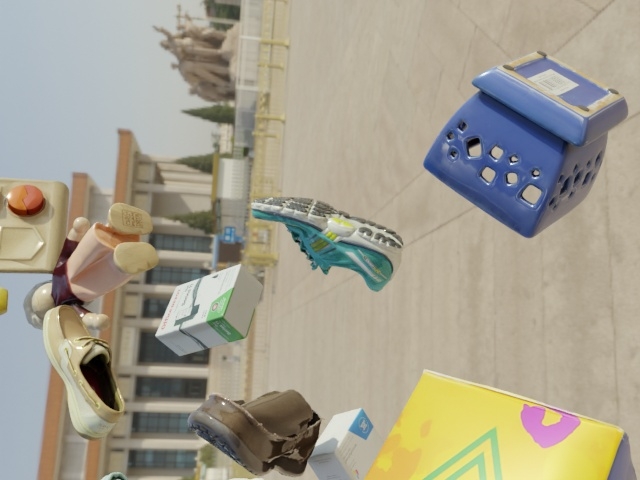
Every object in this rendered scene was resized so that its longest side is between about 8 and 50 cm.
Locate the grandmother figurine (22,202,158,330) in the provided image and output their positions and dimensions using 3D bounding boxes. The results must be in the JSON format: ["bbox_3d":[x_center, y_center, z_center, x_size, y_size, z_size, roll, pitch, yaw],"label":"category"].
[{"bbox_3d":[-0.407,0.059,1.042,0.342,0.104,0.208,-33,54,35],"label":"grandmother figurine"}]

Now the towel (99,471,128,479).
[{"bbox_3d":[-0.542,0.747,1.348,0.320,0.090,0.375,-35,44,25],"label":"towel"}]

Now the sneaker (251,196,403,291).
[{"bbox_3d":[0.000,0.000,1.028,0.107,0.275,0.110,-30,-38,-68],"label":"sneaker"}]

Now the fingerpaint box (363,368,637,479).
[{"bbox_3d":[0.130,0.387,0.466,0.371,0.163,0.445,-53,-51,-27],"label":"fingerpaint box"}]

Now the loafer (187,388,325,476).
[{"bbox_3d":[-0.090,0.288,0.984,0.130,0.133,0.366,-59,-23,-12],"label":"loafer"}]

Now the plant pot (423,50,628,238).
[{"bbox_3d":[0.354,-0.177,1.033,0.236,0.236,0.212,40,135,24],"label":"plant pot"}]

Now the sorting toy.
[{"bbox_3d":[-0.579,0.003,1.093,0.041,0.228,0.307,122,145,-49],"label":"sorting toy"}]

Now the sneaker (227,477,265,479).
[{"bbox_3d":[-0.212,0.711,1.461,0.110,0.118,0.292,87,-168,-47],"label":"sneaker"}]

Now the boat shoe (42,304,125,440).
[{"bbox_3d":[-0.214,0.113,0.567,0.135,0.045,0.050,59,-161,21],"label":"boat shoe"}]

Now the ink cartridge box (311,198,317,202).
[{"bbox_3d":[0.000,-0.054,1.752,0.122,0.052,0.088,55,-173,6],"label":"ink cartridge box"}]

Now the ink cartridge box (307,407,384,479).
[{"bbox_3d":[0.086,0.459,1.173,0.231,0.078,0.134,58,-144,-8],"label":"ink cartridge box"}]

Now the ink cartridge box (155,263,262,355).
[{"bbox_3d":[-0.248,0.157,1.366,0.087,0.208,0.153,49,-144,-32],"label":"ink cartridge box"}]
